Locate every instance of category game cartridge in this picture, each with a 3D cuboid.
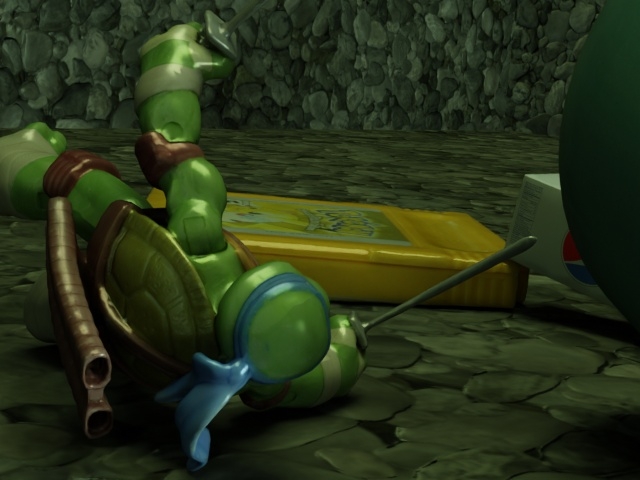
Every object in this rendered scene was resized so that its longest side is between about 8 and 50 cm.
[{"bbox_3d":[0.000,0.000,0.951,0.323,0.053,0.285,2,10,-5],"label":"game cartridge"}]

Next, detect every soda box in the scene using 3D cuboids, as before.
[{"bbox_3d":[0.242,0.016,0.772,0.074,0.069,0.216,-5,25,-45],"label":"soda box"}]

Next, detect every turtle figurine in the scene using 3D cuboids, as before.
[{"bbox_3d":[-0.049,-0.010,0.576,0.266,0.275,0.198,7,-25,45],"label":"turtle figurine"}]

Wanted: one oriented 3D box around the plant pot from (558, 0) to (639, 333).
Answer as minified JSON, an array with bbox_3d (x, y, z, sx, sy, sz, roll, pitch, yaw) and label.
[{"bbox_3d":[0.272,-0.006,0.444,0.293,0.293,0.235,3,26,-5],"label":"plant pot"}]
